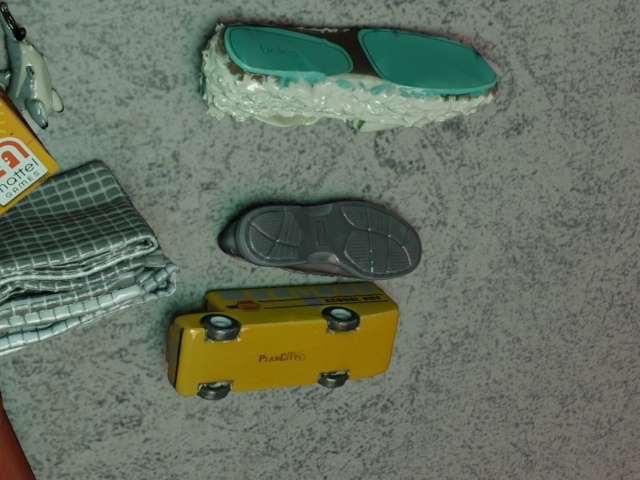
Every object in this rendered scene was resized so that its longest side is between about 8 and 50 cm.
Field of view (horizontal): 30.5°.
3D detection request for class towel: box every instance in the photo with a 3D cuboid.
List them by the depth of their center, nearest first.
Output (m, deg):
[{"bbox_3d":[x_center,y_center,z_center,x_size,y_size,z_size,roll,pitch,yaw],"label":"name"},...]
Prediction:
[{"bbox_3d":[-0.330,0.021,1.365,0.283,0.235,0.121,-19,116,-18],"label":"towel"}]

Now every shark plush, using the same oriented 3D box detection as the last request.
[{"bbox_3d":[-0.353,-0.190,1.358,0.067,0.073,0.161,-4,126,8],"label":"shark plush"}]

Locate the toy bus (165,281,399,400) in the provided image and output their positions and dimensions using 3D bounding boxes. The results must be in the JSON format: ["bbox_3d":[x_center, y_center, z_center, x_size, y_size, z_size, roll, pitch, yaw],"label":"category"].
[{"bbox_3d":[-0.054,0.132,1.626,0.332,0.130,0.108,-2,116,-27],"label":"toy bus"}]

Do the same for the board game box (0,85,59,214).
[{"bbox_3d":[-0.530,-0.148,1.067,0.356,0.356,0.356,-39,135,-5],"label":"board game box"}]

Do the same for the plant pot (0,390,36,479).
[{"bbox_3d":[-0.473,0.279,1.420,0.272,0.272,0.265,-28,132,-13],"label":"plant pot"}]

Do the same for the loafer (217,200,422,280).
[{"bbox_3d":[0.000,0.000,1.628,0.302,0.095,0.109,5,82,-34],"label":"loafer"}]

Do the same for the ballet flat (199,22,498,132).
[{"bbox_3d":[0.028,-0.203,1.522,0.409,0.147,0.147,2,113,-25],"label":"ballet flat"}]
